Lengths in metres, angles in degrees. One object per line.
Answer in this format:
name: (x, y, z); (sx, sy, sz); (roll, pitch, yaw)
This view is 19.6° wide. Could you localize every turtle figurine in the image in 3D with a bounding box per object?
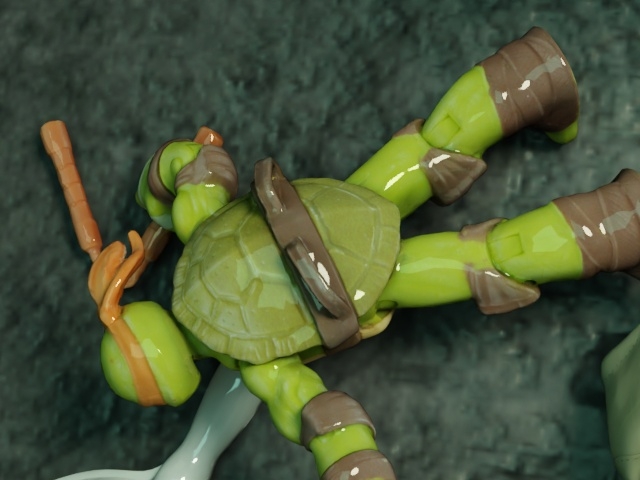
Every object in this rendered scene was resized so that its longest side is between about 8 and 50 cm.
turtle figurine: (0.000, 0.000, 0.680); (0.217, 0.087, 0.269); (-26, 48, -4)

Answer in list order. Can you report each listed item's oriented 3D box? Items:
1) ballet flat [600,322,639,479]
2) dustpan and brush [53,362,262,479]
ballet flat: (0.168, -0.006, 0.606); (0.086, 0.086, 0.248); (48, 129, 18)
dustpan and brush: (-0.072, 0.120, 0.710); (0.147, 0.060, 0.211); (29, 93, 17)
